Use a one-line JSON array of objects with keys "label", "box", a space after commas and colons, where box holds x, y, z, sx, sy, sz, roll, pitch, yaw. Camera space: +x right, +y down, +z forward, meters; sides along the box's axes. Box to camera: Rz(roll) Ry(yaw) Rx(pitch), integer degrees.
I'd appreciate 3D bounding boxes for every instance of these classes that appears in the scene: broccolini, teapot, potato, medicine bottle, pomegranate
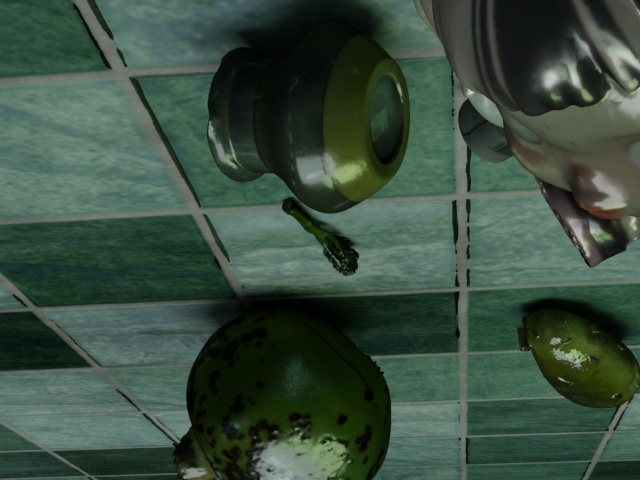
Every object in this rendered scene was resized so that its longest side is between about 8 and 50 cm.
[{"label": "broccolini", "box": [0.000, 0.000, 1.082, 0.030, 0.035, 0.140, -14, 153, 21]}, {"label": "teapot", "box": [0.000, -0.088, 0.784, 0.119, 0.130, 0.165, 5, -166, 26]}, {"label": "potato", "box": [0.317, 0.143, 1.357, 0.117, 0.090, 0.225, -9, 150, 34]}, {"label": "medicine bottle", "box": [0.180, -0.116, 0.779, 0.057, 0.058, 0.199, 14, 153, -30]}, {"label": "pomegranate", "box": [-0.051, 0.205, 1.302, 0.270, 0.254, 0.254, -22, 156, -1]}]

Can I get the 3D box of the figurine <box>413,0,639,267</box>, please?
[{"label": "figurine", "box": [0.185, -0.102, 0.588, 0.253, 0.211, 0.361, 0, 154, 38]}]
